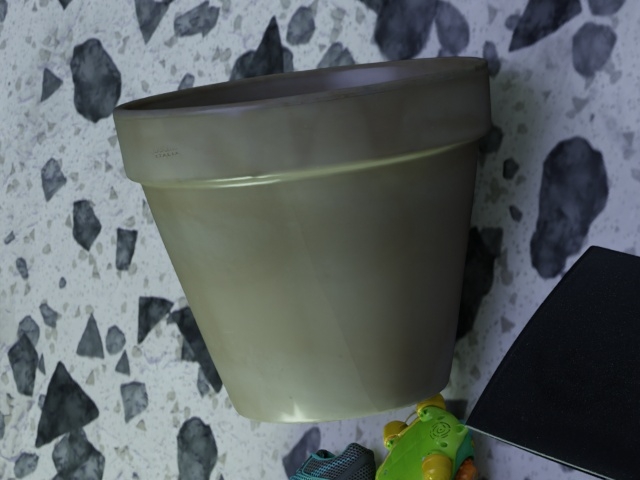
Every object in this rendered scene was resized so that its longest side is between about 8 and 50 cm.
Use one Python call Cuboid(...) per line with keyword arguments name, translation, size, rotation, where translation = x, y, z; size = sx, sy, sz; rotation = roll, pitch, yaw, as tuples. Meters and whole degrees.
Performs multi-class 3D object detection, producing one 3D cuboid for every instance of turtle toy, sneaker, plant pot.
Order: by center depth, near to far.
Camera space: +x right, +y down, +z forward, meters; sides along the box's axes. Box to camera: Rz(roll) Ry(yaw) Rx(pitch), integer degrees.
Cuboid(name="plant pot", translation=(0.257, 0.109, 1.491), size=(0.187, 0.188, 0.167), rotation=(17, 83, 46))
Cuboid(name="plant pot", translation=(0.000, 0.000, 1.700), size=(0.323, 0.323, 0.280), rotation=(0, 100, 46))
Cuboid(name="turtle toy", translation=(0.091, 0.198, 1.720), size=(0.130, 0.066, 0.095), rotation=(-46, 31, 35))
Cuboid(name="sneaker", translation=(-0.005, 0.232, 1.832), size=(0.166, 0.065, 0.076), rotation=(-20, 54, 40))
